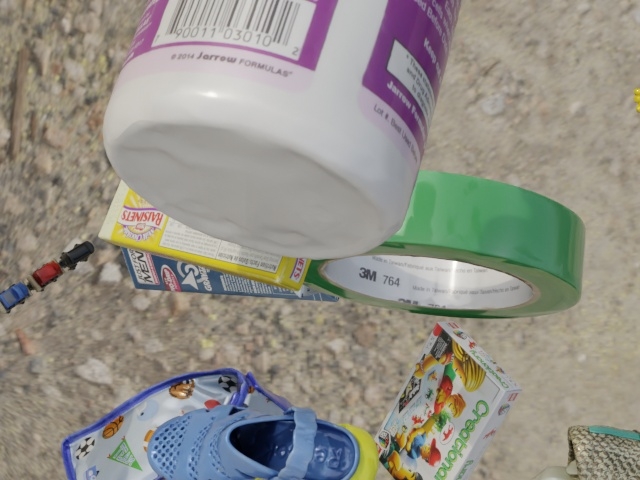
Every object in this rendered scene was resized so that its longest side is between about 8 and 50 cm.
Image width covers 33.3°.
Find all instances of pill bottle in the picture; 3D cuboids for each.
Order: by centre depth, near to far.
[{"bbox_3d":[-0.001,-0.156,0.615,0.169,0.169,0.301,23,67,-16],"label":"pill bottle"}]

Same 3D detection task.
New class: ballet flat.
[{"bbox_3d":[0.272,0.429,1.351,0.182,0.164,0.482,18,111,-3],"label":"ballet flat"}]

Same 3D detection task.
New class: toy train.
[{"bbox_3d":[-0.333,0.044,1.291,0.158,0.036,0.027,-39,98,-42],"label":"toy train"}]

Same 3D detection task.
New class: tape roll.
[{"bbox_3d":[0.119,0.012,1.147,0.321,0.321,0.077,12,75,-18],"label":"tape roll"}]

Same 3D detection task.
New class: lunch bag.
[{"bbox_3d":[-0.204,0.405,1.905,0.385,0.239,0.328,-33,137,10],"label":"lunch bag"}]

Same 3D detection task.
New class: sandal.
[{"bbox_3d":[-0.091,0.262,1.380,0.138,0.317,0.126,45,45,-56],"label":"sandal"}]

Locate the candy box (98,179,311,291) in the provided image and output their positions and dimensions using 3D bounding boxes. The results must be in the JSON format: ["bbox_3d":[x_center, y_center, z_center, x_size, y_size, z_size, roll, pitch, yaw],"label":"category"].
[{"bbox_3d":[-0.072,-0.033,0.743,0.027,0.206,0.105,26,80,-44],"label":"candy box"}]

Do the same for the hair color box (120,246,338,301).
[{"bbox_3d":[-0.118,-0.006,1.668,0.174,0.347,0.105,-63,148,-48],"label":"hair color box"}]

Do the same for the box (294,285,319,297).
[{"bbox_3d":[0.000,0.000,1.360,0.126,0.137,0.072,-12,122,-24],"label":"box"}]

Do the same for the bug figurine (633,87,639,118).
[{"bbox_3d":[0.241,-0.160,0.724,0.072,0.279,0.216,-14,96,22],"label":"bug figurine"}]

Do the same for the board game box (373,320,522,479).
[{"bbox_3d":[0.217,0.323,1.913,0.053,0.193,0.305,2,122,-41],"label":"board game box"}]
